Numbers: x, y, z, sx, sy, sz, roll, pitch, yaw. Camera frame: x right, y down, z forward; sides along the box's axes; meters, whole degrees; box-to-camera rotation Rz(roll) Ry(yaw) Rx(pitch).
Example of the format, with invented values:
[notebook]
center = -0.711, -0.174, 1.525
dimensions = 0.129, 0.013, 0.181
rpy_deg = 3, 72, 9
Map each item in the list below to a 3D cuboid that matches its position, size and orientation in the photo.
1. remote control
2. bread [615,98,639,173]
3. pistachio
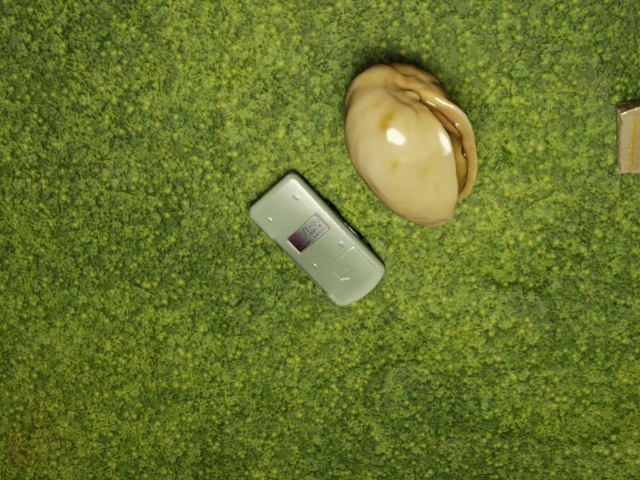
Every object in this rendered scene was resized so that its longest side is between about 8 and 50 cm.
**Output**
[remote control]
center = 0.000, 0.000, 1.634
dimensions = 0.140, 0.056, 0.296
rpy_deg = -40, 104, 18
[bread]
center = 0.593, -0.186, 1.496
dimensions = 0.077, 0.105, 0.152
rpy_deg = -8, 109, 14
[pistachio]
center = 0.160, -0.175, 1.475
dimensions = 0.238, 0.229, 0.321
rpy_deg = -5, 124, 51
